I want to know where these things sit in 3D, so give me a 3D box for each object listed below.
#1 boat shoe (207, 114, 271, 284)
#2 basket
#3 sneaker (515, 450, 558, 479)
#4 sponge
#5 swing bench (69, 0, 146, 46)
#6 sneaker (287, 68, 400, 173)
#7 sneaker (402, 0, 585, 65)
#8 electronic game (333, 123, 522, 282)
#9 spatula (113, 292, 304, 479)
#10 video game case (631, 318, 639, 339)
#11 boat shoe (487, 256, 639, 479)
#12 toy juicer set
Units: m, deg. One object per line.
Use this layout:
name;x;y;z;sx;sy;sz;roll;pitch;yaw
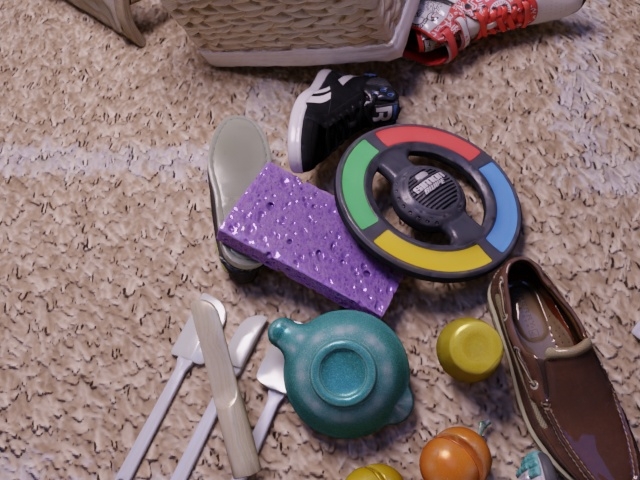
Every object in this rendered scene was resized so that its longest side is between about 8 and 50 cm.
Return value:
boat shoe;-0.104;-0.055;0.808;0.081;0.068;0.227;2;60;-13
basket;-0.043;-0.441;0.854;0.332;0.266;0.328;6;70;29
sneaker;0.232;0.279;0.588;0.076;0.065;0.166;-3;62;-12
sponge;0.000;0.000;0.742;0.210;0.031;0.117;29;56;3
swing bench;-0.318;-0.491;1.033;0.253;0.165;0.254;33;70;23
sneaker;0.038;-0.159;0.814;0.121;0.079;0.216;5;41;13
sneaker;0.224;-0.308;0.898;0.270;0.090;0.144;11;64;18
electronic game;0.129;-0.051;0.757;0.230;0.048;0.229;6;56;-8
spatula;-0.114;0.184;0.706;0.168;0.019;0.241;17;64;16
video game case;0.453;0.067;0.633;0.183;0.023;0.201;37;103;25
boat shoe;0.238;0.131;0.641;0.095;0.095;0.257;-21;60;-4
toy juicer set;0.022;0.175;0.663;0.329;0.089;0.209;3;79;6
